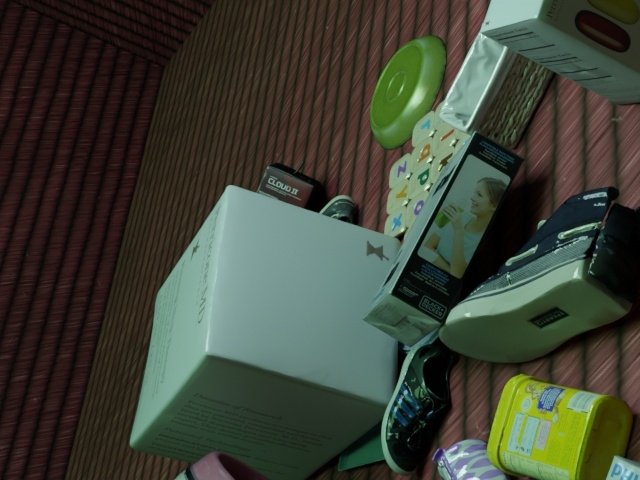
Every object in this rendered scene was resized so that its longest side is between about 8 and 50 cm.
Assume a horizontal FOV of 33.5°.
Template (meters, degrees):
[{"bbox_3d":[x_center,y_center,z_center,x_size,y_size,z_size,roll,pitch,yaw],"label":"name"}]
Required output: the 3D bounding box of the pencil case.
[{"bbox_3d":[0.211,0.338,1.348,0.086,0.088,0.206,-62,24,20],"label":"pencil case"}]

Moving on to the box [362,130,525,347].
[{"bbox_3d":[0.180,0.000,1.565,0.290,0.087,0.169,-60,1,-20],"label":"box"}]

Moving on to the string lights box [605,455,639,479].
[{"bbox_3d":[0.322,0.369,1.088,0.133,0.076,0.260,21,90,67],"label":"string lights box"}]

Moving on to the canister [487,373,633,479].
[{"bbox_3d":[0.288,0.236,1.285,0.170,0.073,0.126,1,71,64],"label":"canister"}]

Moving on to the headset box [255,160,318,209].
[{"bbox_3d":[-0.101,-0.038,2.247,0.218,0.110,0.293,-68,2,-84],"label":"headset box"}]

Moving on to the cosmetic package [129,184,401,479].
[{"bbox_3d":[-0.094,0.177,1.812,0.394,0.327,0.329,130,152,-49],"label":"cosmetic package"}]

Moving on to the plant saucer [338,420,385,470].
[{"bbox_3d":[0.087,0.331,1.720,0.192,0.018,0.067,-33,41,55],"label":"plant saucer"}]

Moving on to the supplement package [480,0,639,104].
[{"bbox_3d":[0.354,-0.286,1.367,0.134,0.244,0.139,6,76,67],"label":"supplement package"}]

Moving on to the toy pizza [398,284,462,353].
[{"bbox_3d":[0.175,0.089,1.714,0.201,0.032,0.201,-46,32,41],"label":"toy pizza"}]

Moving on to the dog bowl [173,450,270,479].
[{"bbox_3d":[-0.067,0.459,1.505,0.150,0.408,0.408,-52,23,-4],"label":"dog bowl"}]

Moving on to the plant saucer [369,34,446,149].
[{"bbox_3d":[0.160,-0.295,2.073,0.241,0.037,0.241,-47,32,41],"label":"plant saucer"}]

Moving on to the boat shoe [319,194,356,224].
[{"bbox_3d":[0.000,0.000,2.126,0.206,0.075,0.065,-51,25,27],"label":"boat shoe"}]

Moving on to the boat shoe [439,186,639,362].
[{"bbox_3d":[0.294,0.050,1.403,0.340,0.127,0.158,-29,32,54],"label":"boat shoe"}]

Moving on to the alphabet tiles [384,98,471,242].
[{"bbox_3d":[0.198,-0.114,1.852,0.278,0.021,0.284,-38,38,52],"label":"alphabet tiles"}]

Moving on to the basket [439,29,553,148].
[{"bbox_3d":[0.281,-0.238,1.671,0.167,0.103,0.113,-65,23,11],"label":"basket"}]

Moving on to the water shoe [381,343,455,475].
[{"bbox_3d":[0.147,0.249,1.587,0.080,0.073,0.203,-19,54,58],"label":"water shoe"}]
